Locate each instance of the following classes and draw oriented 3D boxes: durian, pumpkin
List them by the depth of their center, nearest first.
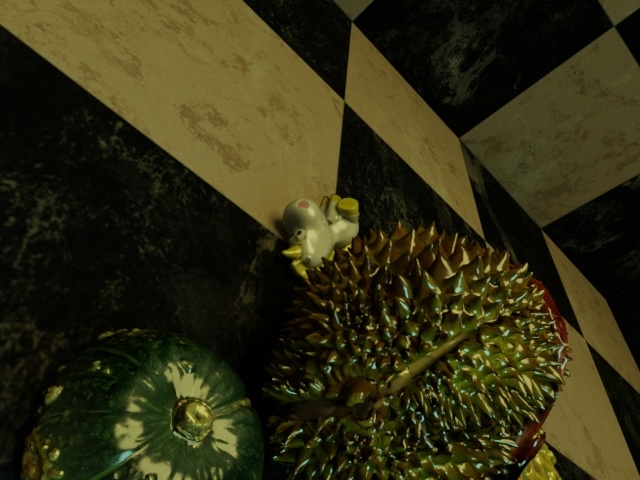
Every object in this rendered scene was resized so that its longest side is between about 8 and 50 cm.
[{"bbox_3d":[-0.135,0.162,0.401,0.190,0.146,0.190,19,33,-13],"label":"pumpkin"},{"bbox_3d":[0.114,0.150,0.599,0.384,0.347,0.348,11,50,-64],"label":"durian"}]

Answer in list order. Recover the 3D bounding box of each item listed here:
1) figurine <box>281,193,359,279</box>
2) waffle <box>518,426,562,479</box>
[{"bbox_3d":[-0.003,-0.007,0.815,0.178,0.109,0.130,-15,94,-54],"label":"figurine"},{"bbox_3d":[0.363,0.404,0.933,0.312,0.060,0.307,18,48,-45],"label":"waffle"}]
